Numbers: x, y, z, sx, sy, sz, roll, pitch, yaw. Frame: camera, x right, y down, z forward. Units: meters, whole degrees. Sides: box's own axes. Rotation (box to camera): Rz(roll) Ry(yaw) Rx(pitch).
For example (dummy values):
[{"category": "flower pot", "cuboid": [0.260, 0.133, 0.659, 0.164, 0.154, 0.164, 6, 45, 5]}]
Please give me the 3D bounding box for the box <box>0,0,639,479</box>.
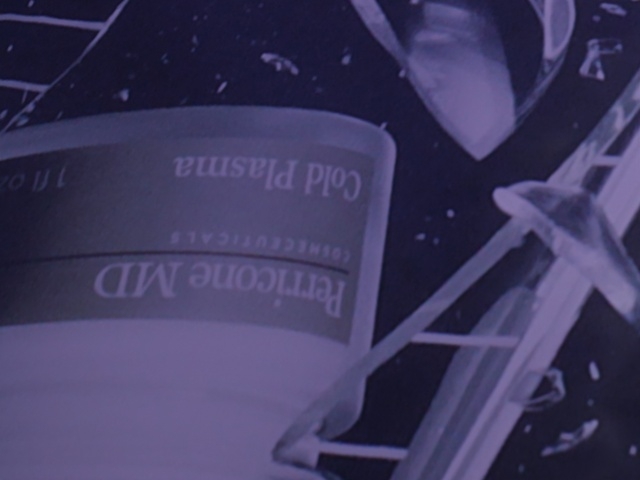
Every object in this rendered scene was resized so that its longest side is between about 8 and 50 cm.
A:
[{"category": "box", "cuboid": [0.084, 0.068, 0.631, 0.480, 0.297, 0.472, 5, 60, 24]}]
